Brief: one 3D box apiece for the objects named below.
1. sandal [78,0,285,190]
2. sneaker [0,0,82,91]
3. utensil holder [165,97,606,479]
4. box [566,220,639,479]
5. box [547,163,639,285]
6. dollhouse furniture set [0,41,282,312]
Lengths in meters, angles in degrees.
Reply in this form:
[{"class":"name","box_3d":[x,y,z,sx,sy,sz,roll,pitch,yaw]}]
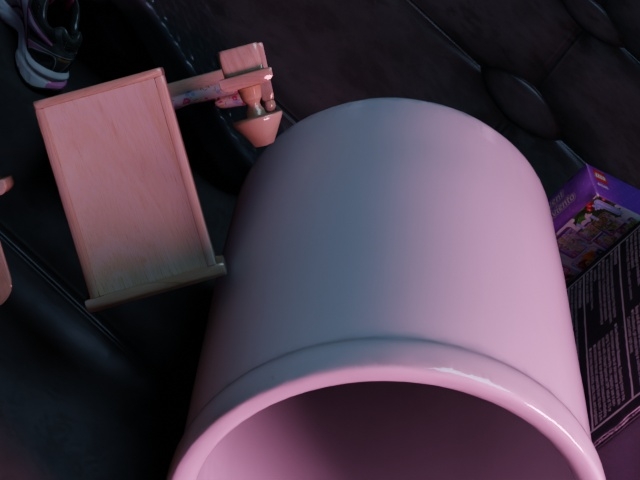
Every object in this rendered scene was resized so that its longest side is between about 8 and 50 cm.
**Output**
[{"class":"sandal","box_3d":[-0.194,-0.237,1.491,0.445,0.107,0.167,60,25,-5]},{"class":"sneaker","box_3d":[-0.278,-0.236,1.440,0.072,0.077,0.178,7,46,-44]},{"class":"utensil holder","box_3d":[0.055,0.102,1.176,0.328,0.327,0.385,30,32,-18]},{"class":"box","box_3d":[0.369,0.139,1.490,0.183,0.294,0.296,32,34,-15]},{"class":"box","box_3d":[0.361,0.039,1.684,0.293,0.201,0.057,23,38,-29]},{"class":"dollhouse furniture set","box_3d":[-0.178,-0.056,1.268,0.355,0.303,0.173,-120,-165,-82]}]
